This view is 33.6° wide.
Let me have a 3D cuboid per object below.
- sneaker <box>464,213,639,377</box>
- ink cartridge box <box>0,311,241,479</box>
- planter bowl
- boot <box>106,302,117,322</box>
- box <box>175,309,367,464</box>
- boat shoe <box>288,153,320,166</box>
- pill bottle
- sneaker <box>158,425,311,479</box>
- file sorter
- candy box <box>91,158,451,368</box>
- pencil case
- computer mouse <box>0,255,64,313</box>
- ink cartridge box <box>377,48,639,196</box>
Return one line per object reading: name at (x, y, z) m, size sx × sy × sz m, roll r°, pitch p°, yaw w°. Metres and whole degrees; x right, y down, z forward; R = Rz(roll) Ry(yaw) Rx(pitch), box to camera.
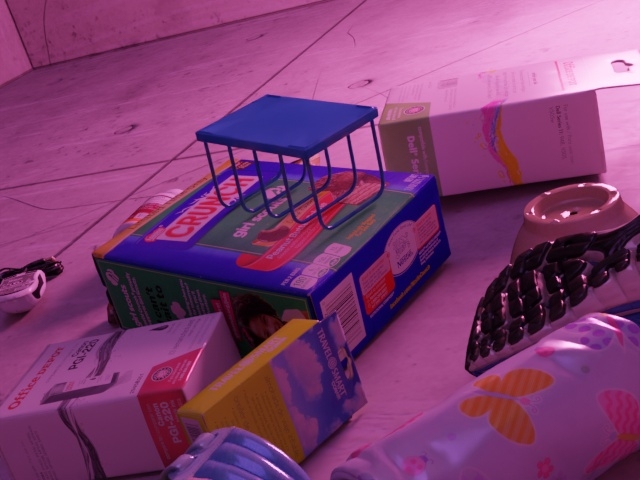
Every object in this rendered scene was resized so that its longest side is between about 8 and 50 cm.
sneaker at (0.272, 0.065, 0.918) m, size 0.330 × 0.147 × 0.130 m, roll -26°, pitch 26°, yaw 33°
ink cartridge box at (-0.203, 0.163, 1.082) m, size 0.217 × 0.092 × 0.158 m, roll -13°, pitch 21°, yaw 17°
planter bowl at (0.262, 0.009, 1.069) m, size 0.162 × 0.109 × 0.162 m, roll -16°, pitch 21°, yaw 6°
boot at (-0.234, 0.070, 1.418) m, size 0.114 × 0.037 × 0.106 m, roll -22°, pitch 19°, yaw 3°
box at (-0.039, 0.150, 0.957) m, size 0.042 × 0.109 × 0.178 m, roll 2°, pitch 28°, yaw 44°
boat shoe at (-0.039, -0.098, 1.673) m, size 0.056 × 0.048 × 0.153 m, roll -21°, pitch 11°, yaw 28°
pill bottle at (-0.239, -0.017, 1.562) m, size 0.086 × 0.086 × 0.152 m, roll -9°, pitch 22°, yaw 22°
sneaker at (-0.146, 0.236, 0.817) m, size 0.318 × 0.127 × 0.208 m, roll -1°, pitch 27°, yaw 14°
file sorter at (-0.030, -0.087, 1.172) m, size 0.170 × 0.105 × 0.118 m, roll 14°, pitch 35°, yaw 41°
candy box at (-0.054, 0.016, 1.233) m, size 0.317 × 0.122 × 0.268 m, roll 7°, pitch 33°, yaw 35°
pencil case at (0.140, 0.159, 0.782) m, size 0.273 × 0.124 × 0.113 m, roll -28°, pitch 38°, yaw -24°
computer mouse at (-0.441, 0.073, 1.565) m, size 0.106 × 0.042 × 0.193 m, roll -14°, pitch 15°, yaw -2°
ink cartridge box at (0.269, -0.159, 1.439) m, size 0.353 × 0.119 × 0.207 m, roll -8°, pitch 21°, yaw 13°
